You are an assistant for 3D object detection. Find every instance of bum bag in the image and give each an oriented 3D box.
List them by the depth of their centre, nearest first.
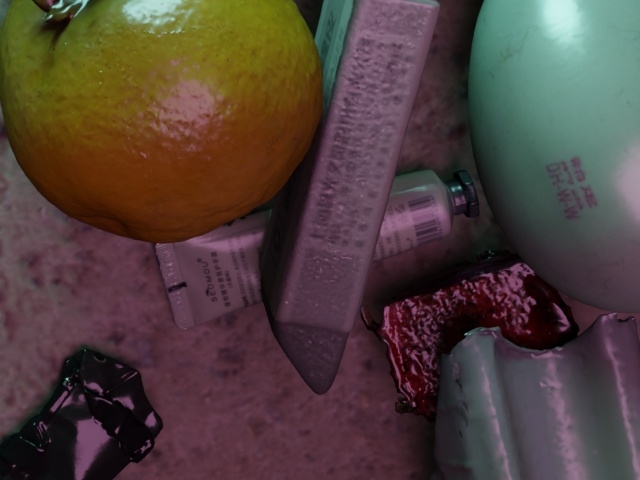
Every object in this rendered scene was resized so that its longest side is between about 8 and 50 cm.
[{"bbox_3d":[-0.193,0.171,1.171,0.087,0.049,0.197,38,96,-22],"label":"bum bag"}]

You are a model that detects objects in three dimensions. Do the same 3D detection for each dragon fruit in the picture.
[{"bbox_3d":[0.112,0.060,1.213,0.147,0.096,0.102,-22,102,8],"label":"dragon fruit"}]

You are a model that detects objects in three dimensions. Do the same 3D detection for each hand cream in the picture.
[{"bbox_3d":[0.000,0.000,1.172,0.234,0.050,0.080,-17,120,-7],"label":"hand cream"}]

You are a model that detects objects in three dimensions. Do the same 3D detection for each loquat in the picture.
[{"bbox_3d":[-0.101,-0.101,1.007,0.208,0.208,0.208,-7,113,-16],"label":"loquat"}]

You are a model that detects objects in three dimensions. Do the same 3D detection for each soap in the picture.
[{"bbox_3d":[0.162,0.203,1.250,0.159,0.258,0.302,-11,90,-11],"label":"soap"}]

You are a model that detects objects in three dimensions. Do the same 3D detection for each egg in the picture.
[{"bbox_3d":[0.194,-0.078,1.120,0.183,0.183,0.264,-20,91,-10],"label":"egg"}]

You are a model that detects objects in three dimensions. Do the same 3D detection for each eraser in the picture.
[{"bbox_3d":[0.016,-0.064,1.074,0.061,0.089,0.352,8,113,-15],"label":"eraser"}]
